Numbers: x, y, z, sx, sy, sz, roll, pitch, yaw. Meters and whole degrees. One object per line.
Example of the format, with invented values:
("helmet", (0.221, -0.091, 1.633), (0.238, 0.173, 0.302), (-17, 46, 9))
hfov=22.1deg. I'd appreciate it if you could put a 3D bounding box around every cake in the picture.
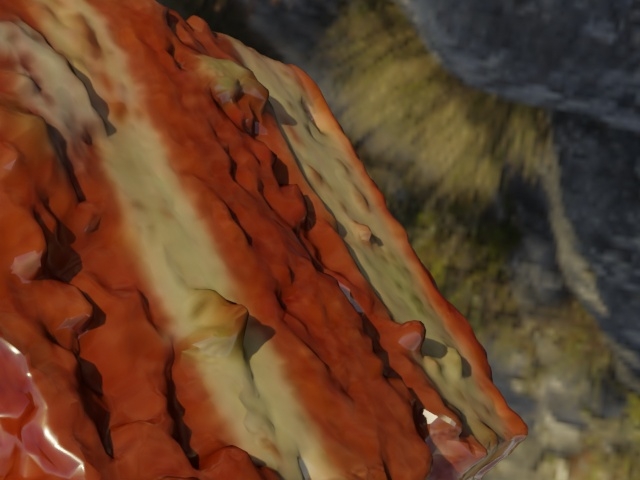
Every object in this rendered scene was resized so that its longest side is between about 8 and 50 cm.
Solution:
("cake", (-0.112, 0.060, 0.737), (0.270, 0.269, 0.319), (-41, 157, 29))
